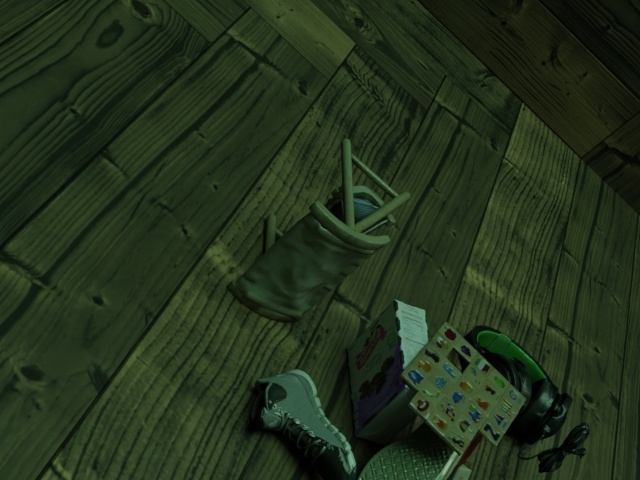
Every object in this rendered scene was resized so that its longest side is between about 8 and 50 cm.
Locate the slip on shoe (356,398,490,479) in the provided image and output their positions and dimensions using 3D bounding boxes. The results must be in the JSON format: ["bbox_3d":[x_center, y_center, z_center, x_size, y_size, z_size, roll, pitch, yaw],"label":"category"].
[{"bbox_3d":[0.176,0.378,1.892,0.123,0.101,0.331,27,48,31],"label":"slip on shoe"}]

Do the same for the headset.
[{"bbox_3d":[0.411,0.300,2.211,0.243,0.185,0.394,30,26,-24],"label":"headset"}]

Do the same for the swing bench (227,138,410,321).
[{"bbox_3d":[0.000,0.000,1.989,0.165,0.253,0.254,40,34,-11],"label":"swing bench"}]

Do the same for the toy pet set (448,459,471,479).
[{"bbox_3d":[0.219,0.416,2.010,0.122,0.065,0.114,20,7,-40],"label":"toy pet set"}]

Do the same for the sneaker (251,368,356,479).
[{"bbox_3d":[-0.044,0.311,1.791,0.132,0.086,0.228,2,44,-42],"label":"sneaker"}]

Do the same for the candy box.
[{"bbox_3d":[0.122,0.231,1.967,0.070,0.165,0.196,21,41,-23],"label":"candy box"}]

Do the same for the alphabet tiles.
[{"bbox_3d":[0.238,0.259,1.894,0.198,0.009,0.237,44,37,4],"label":"alphabet tiles"}]
